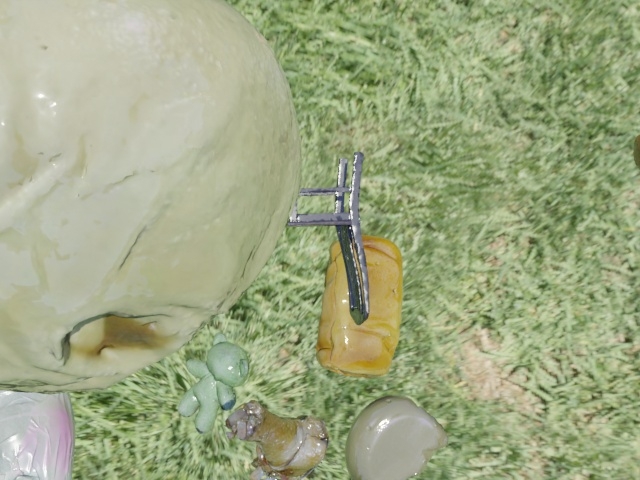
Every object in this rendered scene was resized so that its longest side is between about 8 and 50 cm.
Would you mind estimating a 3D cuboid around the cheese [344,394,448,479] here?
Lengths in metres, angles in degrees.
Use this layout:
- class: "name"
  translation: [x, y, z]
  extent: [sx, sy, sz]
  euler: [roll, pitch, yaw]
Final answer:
- class: "cheese"
  translation: [0.131, 0.400, 1.731]
  extent: [0.175, 0.091, 0.202]
  euler: [42, 86, -13]

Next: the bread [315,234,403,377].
- class: "bread"
  translation: [0.080, 0.139, 1.880]
  extent: [0.167, 0.132, 0.294]
  euler: [15, 68, -22]

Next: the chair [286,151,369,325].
- class: "chair"
  translation: [0.000, 0.000, 1.103]
  extent: [0.101, 0.084, 0.212]
  euler: [-1, 89, -14]

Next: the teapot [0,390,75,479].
- class: "teapot"
  translation: [-0.457, 0.327, 1.334]
  extent: [0.163, 0.221, 0.178]
  euler: [5, 57, -41]

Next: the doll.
- class: "doll"
  translation: [-0.162, 0.224, 1.389]
  extent: [0.115, 0.077, 0.150]
  euler: [43, 103, 34]

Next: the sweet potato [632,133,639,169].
- class: "sweet potato"
  translation: [0.649, -0.131, 1.568]
  extent: [0.097, 0.292, 0.097]
  euler: [-9, 115, -21]

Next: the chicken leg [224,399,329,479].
- class: "chicken leg"
  translation: [-0.050, 0.271, 1.201]
  extent: [0.125, 0.196, 0.080]
  euler: [-23, 53, -8]

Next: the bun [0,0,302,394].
- class: "bun"
  translation: [-0.172, -0.006, 0.620]
  extent: [0.364, 0.364, 0.202]
  euler: [-17, 60, -10]
